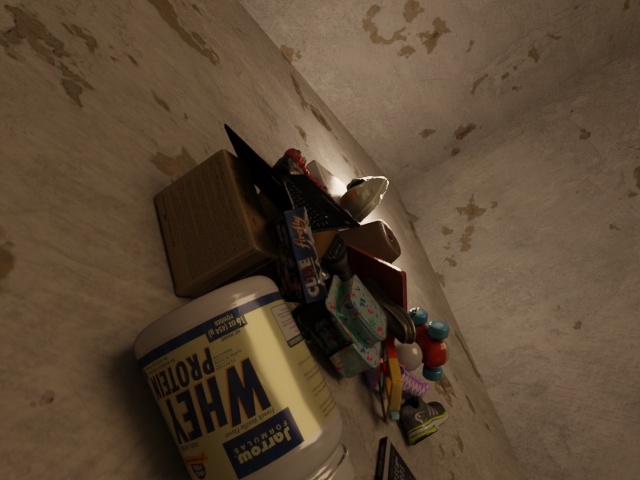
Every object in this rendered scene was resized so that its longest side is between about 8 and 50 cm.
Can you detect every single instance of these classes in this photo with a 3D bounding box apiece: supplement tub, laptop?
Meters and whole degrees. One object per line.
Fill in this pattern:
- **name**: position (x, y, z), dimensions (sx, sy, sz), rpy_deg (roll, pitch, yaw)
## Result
- **supplement tub**: position (-0.109, 0.242, 0.691), dimensions (0.324, 0.235, 0.235), rpy_deg (62, 19, 8)
- **laptop**: position (-0.055, -0.134, 0.979), dimensions (0.264, 0.136, 0.234), rpy_deg (-7, 41, -40)

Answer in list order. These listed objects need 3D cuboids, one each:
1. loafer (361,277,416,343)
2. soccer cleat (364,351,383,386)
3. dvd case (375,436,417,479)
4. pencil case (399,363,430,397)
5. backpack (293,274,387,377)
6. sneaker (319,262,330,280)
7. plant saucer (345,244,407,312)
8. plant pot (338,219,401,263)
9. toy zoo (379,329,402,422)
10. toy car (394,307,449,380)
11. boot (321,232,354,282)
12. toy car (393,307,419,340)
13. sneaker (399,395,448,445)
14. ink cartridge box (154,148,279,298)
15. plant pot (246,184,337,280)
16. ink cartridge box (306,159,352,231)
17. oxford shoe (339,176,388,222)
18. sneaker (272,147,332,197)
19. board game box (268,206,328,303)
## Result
- **loafer**: position (0.183, 0.222, 1.374), dimensions (0.087, 0.094, 0.251), rpy_deg (-22, 51, -31)
- **soccer cleat**: position (0.138, 0.334, 1.427), dimensions (0.083, 0.095, 0.247), rpy_deg (98, -7, -58)
- **dvd case**: position (0.222, 0.667, 1.197), dimensions (0.238, 0.030, 0.179), rpy_deg (57, 19, -8)
- **pencil case**: position (0.288, 0.476, 1.549), dimensions (0.206, 0.088, 0.086), rpy_deg (42, 24, -43)
- **backpack**: position (0.075, 0.235, 1.252), dimensions (0.253, 0.191, 0.225), rpy_deg (60, 18, -13)
- **sneaker**: position (-0.047, 0.079, 1.357), dimensions (0.190, 0.071, 0.083), rpy_deg (52, 31, -6)
- **plant saucer**: position (0.188, 0.156, 1.460), dimensions (0.258, 0.048, 0.259), rpy_deg (29, -45, 47)
- **plant pot**: position (0.155, 0.041, 1.645), dimensions (0.263, 0.229, 0.263), rpy_deg (47, 24, -28)
- **toy zoo**: position (0.205, 0.405, 1.376), dimensions (0.293, 0.030, 0.192), rpy_deg (-94, -176, -53)
- **toy car**: position (0.319, 0.396, 1.658), dimensions (0.238, 0.219, 0.210), rpy_deg (-9, 23, -30)
- **boot**: position (0.000, 0.000, 1.474), dimensions (0.222, 0.118, 0.338), rpy_deg (65, -1, -53)
- **toy car**: position (0.254, 0.280, 1.596), dimensions (0.148, 0.188, 0.155), rpy_deg (61, 19, 5)
- **sneaker**: position (0.341, 0.571, 1.520), dimensions (0.121, 0.111, 0.300), rpy_deg (61, 17, 18)
- **ink cartridge box**: position (-0.210, -0.030, 0.902), dimensions (0.088, 0.193, 0.234), rpy_deg (25, 39, -60)
- **plant pot**: position (-0.087, 0.010, 1.144), dimensions (0.237, 0.237, 0.254), rpy_deg (49, 35, -26)
- **ink cartridge box**: position (0.026, -0.166, 1.796), dimensions (0.273, 0.115, 0.198), rpy_deg (27, 37, -58)
- **oxford shoe**: position (0.168, -0.194, 1.797), dimensions (0.130, 0.169, 0.449), rpy_deg (40, 22, -2)
- **sneaker**: position (-0.066, -0.178, 1.573), dimensions (0.135, 0.098, 0.276), rpy_deg (-38, 93, -26)
- **board game box**: position (-0.061, 0.038, 0.896), dimensions (0.243, 0.042, 0.165), rpy_deg (158, -82, -71)
